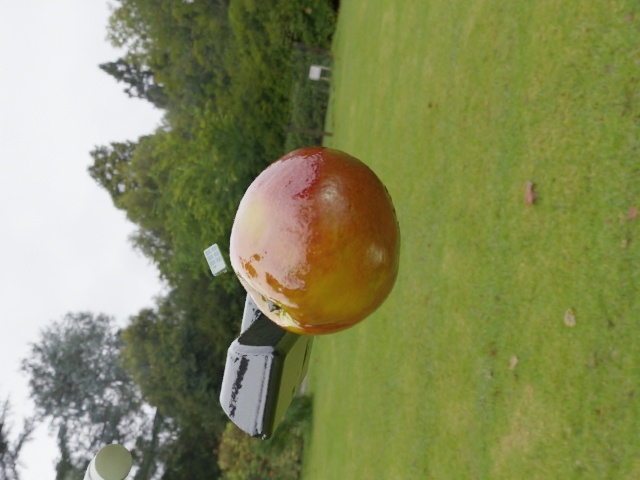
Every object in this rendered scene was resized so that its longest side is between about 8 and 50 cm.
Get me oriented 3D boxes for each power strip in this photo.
[{"bbox_3d":[-0.266,0.050,1.608,0.090,0.040,0.016,61,-176,34],"label":"power strip"}]

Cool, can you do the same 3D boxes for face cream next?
[{"bbox_3d":[-0.432,0.468,1.233,0.114,0.070,0.224,-46,-2,-45],"label":"face cream"}]

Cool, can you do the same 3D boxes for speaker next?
[{"bbox_3d":[-0.127,0.230,1.298,0.388,0.184,0.180,-43,-36,-77],"label":"speaker"}]

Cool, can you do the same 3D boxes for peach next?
[{"bbox_3d":[0.000,0.000,0.959,0.238,0.280,0.281,106,173,-70],"label":"peach"}]
